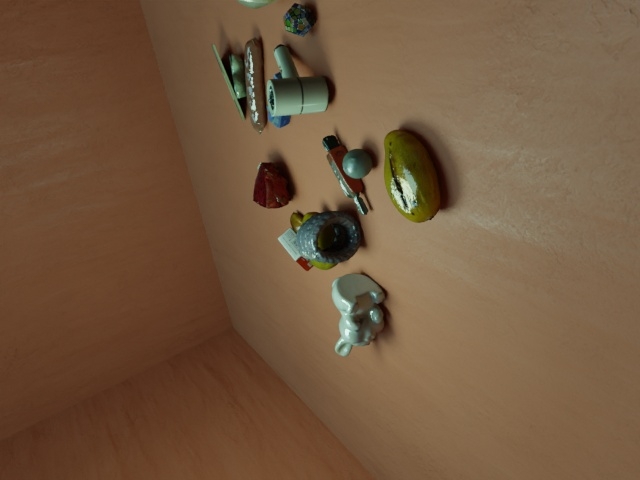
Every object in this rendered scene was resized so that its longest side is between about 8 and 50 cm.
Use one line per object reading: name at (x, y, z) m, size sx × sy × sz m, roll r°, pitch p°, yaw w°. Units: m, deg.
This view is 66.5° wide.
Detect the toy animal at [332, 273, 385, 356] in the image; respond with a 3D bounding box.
toy animal at (0.143, 0.320, 2.029) m, size 0.241 × 0.196 × 0.367 m, roll 37°, pitch 141°, yaw 56°

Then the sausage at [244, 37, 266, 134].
sausage at (-0.284, -0.664, 2.130) m, size 0.088 × 0.088 × 0.433 m, roll 43°, pitch 145°, yaw 38°

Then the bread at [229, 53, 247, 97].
bread at (-0.365, -0.725, 2.209) m, size 0.172 × 0.064 × 0.231 m, roll 94°, pitch 166°, yaw -72°

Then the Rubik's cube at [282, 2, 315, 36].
Rubik's cube at (-0.071, -0.746, 1.653) m, size 0.111 × 0.111 × 0.093 m, roll 37°, pitch 114°, yaw 45°

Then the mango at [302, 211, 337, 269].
mango at (0.000, 0.000, 2.074) m, size 0.130 × 0.167 × 0.261 m, roll -7°, pitch 102°, yaw 48°

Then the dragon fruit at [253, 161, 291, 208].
dragon fruit at (-0.211, -0.261, 2.278) m, size 0.317 × 0.152 × 0.204 m, roll -146°, pitch 57°, yaw -68°

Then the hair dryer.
hair dryer at (-0.114, -0.604, 1.784) m, size 0.128 × 0.203 × 0.361 m, roll 102°, pitch 154°, yaw -54°

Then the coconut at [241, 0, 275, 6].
coconut at (-0.225, -0.914, 1.673) m, size 0.241 × 0.241 × 0.241 m, roll 42°, pitch 145°, yaw 39°

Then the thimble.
thimble at (0.027, -0.009, 1.913) m, size 0.172 × 0.236 × 0.205 m, roll 2°, pitch 122°, yaw 59°

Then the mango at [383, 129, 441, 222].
mango at (0.262, -0.192, 1.458) m, size 0.177 × 0.120 × 0.294 m, roll -23°, pitch 91°, yaw 62°

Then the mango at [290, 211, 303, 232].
mango at (-0.100, -0.081, 2.287) m, size 0.077 × 0.063 × 0.127 m, roll -55°, pitch 51°, yaw 25°

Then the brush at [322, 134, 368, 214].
brush at (0.099, -0.240, 1.787) m, size 0.323 × 0.070 × 0.051 m, roll 63°, pitch 155°, yaw 0°

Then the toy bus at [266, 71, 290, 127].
toy bus at (-0.155, -0.570, 1.983) m, size 0.094 × 0.079 × 0.236 m, roll 40°, pitch 147°, yaw 13°

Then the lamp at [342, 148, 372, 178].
lamp at (0.126, -0.262, 1.674) m, size 0.105 × 0.105 × 0.105 m, roll 42°, pitch 145°, yaw 39°

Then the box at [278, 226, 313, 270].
box at (-0.098, 0.039, 2.291) m, size 0.182 × 0.099 × 0.133 m, roll 47°, pitch -179°, yaw 38°

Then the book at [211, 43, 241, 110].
book at (-0.435, -0.742, 2.323) m, size 0.228 × 0.018 × 0.322 m, roll -164°, pitch 51°, yaw -85°
